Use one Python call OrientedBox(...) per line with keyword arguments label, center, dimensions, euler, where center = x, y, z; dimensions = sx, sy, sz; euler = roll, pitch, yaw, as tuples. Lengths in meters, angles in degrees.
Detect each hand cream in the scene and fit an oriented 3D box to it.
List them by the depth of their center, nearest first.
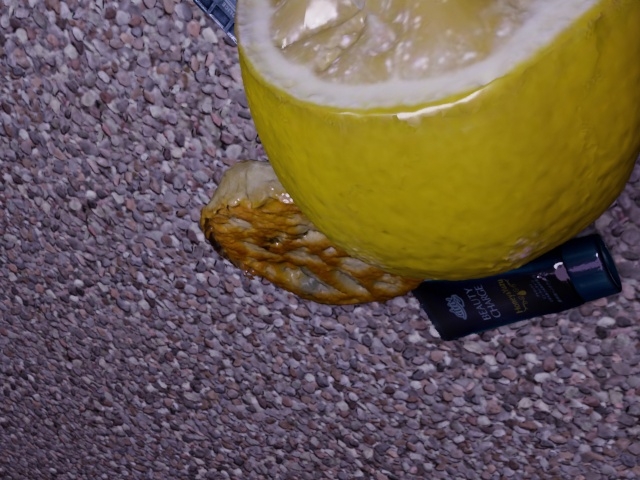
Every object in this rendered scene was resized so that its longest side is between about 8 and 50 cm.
OrientedBox(label="hand cream", center=(0.260, 0.067, 0.848), dimensions=(0.270, 0.061, 0.120), euler=(-21, 113, 36))

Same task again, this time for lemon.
OrientedBox(label="lemon", center=(0.116, -0.120, 0.559), dimensions=(0.364, 0.364, 0.364), euler=(9, 120, 16))

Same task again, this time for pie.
OrientedBox(label="pie", center=(0.000, 0.000, 0.825), dimensions=(0.315, 0.092, 0.315), euler=(10, 150, 6))

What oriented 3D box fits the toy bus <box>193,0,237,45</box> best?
OrientedBox(label="toy bus", center=(-0.113, -0.302, 0.787), dimensions=(0.166, 0.047, 0.065), euler=(46, 126, -8))
